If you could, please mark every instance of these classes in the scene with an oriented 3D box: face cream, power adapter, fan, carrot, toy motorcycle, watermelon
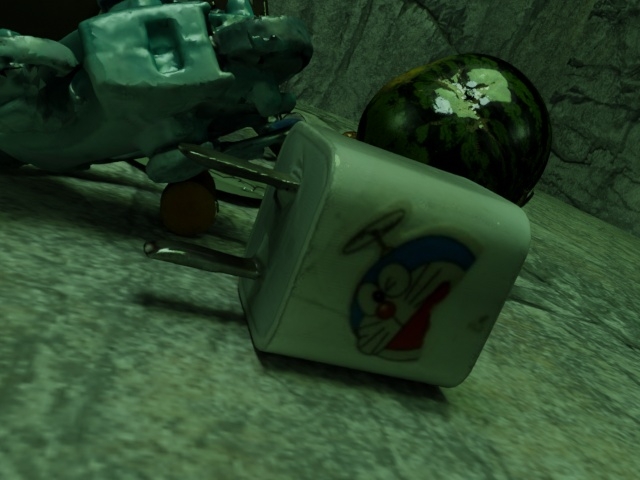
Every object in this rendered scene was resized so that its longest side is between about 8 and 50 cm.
[{"bbox_3d":[-0.035,-0.251,1.367,0.092,0.058,0.244,18,8,7],"label":"face cream"},{"bbox_3d":[0.000,0.000,0.375,0.205,0.130,0.125,14,17,-20],"label":"power adapter"},{"bbox_3d":[-0.067,-0.054,0.694,0.415,0.012,0.233,25,16,24],"label":"fan"},{"bbox_3d":[-0.115,-0.046,0.542,0.048,0.048,0.139,17,15,-13],"label":"carrot"},{"bbox_3d":[-0.139,-0.112,0.472,0.260,0.154,0.206,-15,-3,-25],"label":"toy motorcycle"},{"bbox_3d":[0.181,-0.131,0.844,0.269,0.268,0.269,20,15,-5],"label":"watermelon"}]

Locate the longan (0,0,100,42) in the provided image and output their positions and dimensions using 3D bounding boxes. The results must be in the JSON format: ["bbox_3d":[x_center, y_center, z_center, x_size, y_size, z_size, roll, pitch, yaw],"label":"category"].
[{"bbox_3d":[-0.405,-0.351,0.622,0.391,0.391,0.391,20,15,-5],"label":"longan"}]

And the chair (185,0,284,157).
[{"bbox_3d":[-0.217,-0.321,1.045,0.241,0.416,0.203,-15,-26,14],"label":"chair"}]

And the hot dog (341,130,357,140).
[{"bbox_3d":[0.116,-0.221,1.456,0.108,0.059,0.191,35,18,29],"label":"hot dog"}]
